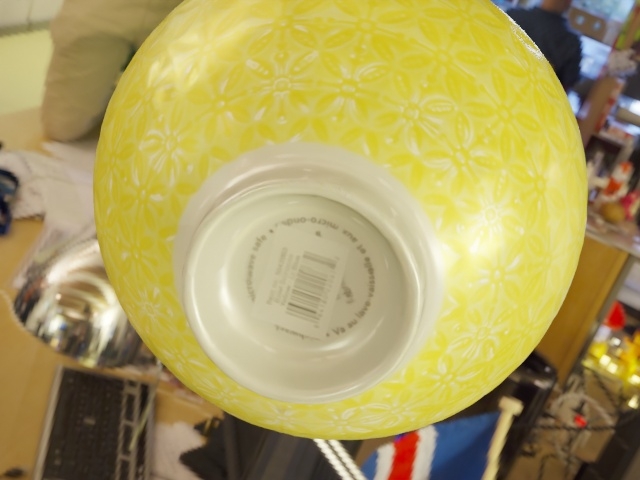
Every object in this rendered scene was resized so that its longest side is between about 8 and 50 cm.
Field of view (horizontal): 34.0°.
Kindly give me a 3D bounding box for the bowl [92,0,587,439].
[{"bbox_3d":[0.000,0.000,0.557,0.289,0.289,0.156,22,23,0],"label":"bowl"}]
